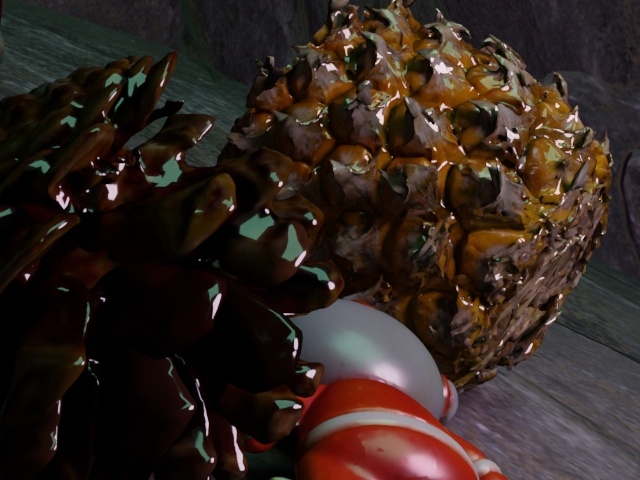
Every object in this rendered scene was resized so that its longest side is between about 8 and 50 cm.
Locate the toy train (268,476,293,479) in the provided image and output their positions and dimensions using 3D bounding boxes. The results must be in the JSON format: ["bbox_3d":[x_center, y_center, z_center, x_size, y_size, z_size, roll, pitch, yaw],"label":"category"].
[{"bbox_3d":[0.145,0.221,0.503,0.369,0.150,0.237,21,4,-20],"label":"toy train"}]

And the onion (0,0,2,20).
[{"bbox_3d":[-0.449,-0.245,1.201,0.341,0.341,0.341,22,10,-4],"label":"onion"}]

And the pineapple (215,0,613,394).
[{"bbox_3d":[0.089,-0.035,1.174,0.300,0.352,0.352,36,15,26],"label":"pineapple"}]

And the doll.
[{"bbox_3d":[0.026,0.122,0.879,0.199,0.105,0.336,18,19,-16],"label":"doll"}]

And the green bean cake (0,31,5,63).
[{"bbox_3d":[-0.366,-0.121,1.026,0.185,0.183,0.094,17,10,-28],"label":"green bean cake"}]

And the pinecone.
[{"bbox_3d":[-0.106,0.024,0.692,0.264,0.264,0.264,22,10,-4],"label":"pinecone"}]
